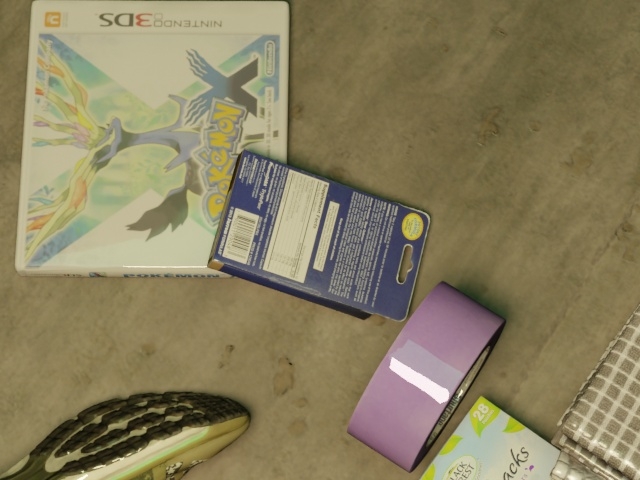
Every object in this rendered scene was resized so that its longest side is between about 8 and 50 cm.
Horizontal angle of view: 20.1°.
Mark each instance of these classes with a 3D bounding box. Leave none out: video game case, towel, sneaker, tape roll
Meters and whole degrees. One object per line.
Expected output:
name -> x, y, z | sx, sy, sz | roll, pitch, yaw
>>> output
video game case -> -0.186, -0.118, 2.039 | 0.299, 0.036, 0.329 | 0, 73, 1
towel -> 0.393, 0.178, 1.866 | 0.235, 0.121, 0.284 | 33, 58, 9
sneaker -> -0.242, 0.300, 1.880 | 0.410, 0.158, 0.182 | -29, 115, -19
tape roll -> 0.111, 0.142, 1.876 | 0.080, 0.189, 0.189 | 31, 75, 10

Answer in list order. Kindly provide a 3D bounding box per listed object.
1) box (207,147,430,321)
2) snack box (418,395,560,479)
box -> 0.000, 0.000, 1.977 | 0.225, 0.036, 0.136 | 19, 69, -10
snack box -> 0.200, 0.294, 1.889 | 0.207, 0.070, 0.174 | 34, 74, 11
